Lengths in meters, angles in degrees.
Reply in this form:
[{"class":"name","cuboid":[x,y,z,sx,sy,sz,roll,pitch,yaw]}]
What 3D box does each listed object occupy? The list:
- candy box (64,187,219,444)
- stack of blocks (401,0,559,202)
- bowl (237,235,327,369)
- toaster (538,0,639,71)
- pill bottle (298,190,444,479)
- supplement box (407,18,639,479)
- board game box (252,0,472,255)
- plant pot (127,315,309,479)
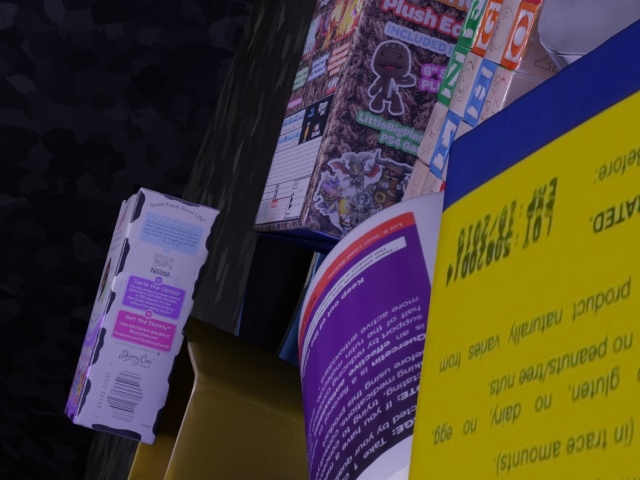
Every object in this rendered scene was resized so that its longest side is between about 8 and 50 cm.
[{"class":"candy box","cuboid":[-0.152,0.062,1.319,0.165,0.070,0.196,169,116,-78]},{"class":"stack of blocks","cuboid":[0.152,-0.127,1.032,0.171,0.087,0.297,-121,49,-75]},{"class":"bowl","cuboid":[0.000,0.000,1.616,0.391,0.077,0.391,-163,90,-79]},{"class":"toaster","cuboid":[0.182,-0.094,0.568,0.168,0.110,0.185,0,58,41]},{"class":"pill bottle","cuboid":[0.084,0.116,0.777,0.323,0.182,0.181,-96,25,-63]},{"class":"supplement box","cuboid":[0.135,0.134,0.380,0.194,0.195,0.356,148,134,-63]},{"class":"board game box","cuboid":[0.065,-0.127,1.313,0.232,0.141,0.291,178,108,-78]},{"class":"plant pot","cuboid":[-0.050,0.204,1.285,0.212,0.187,0.212,-127,54,-77]}]
